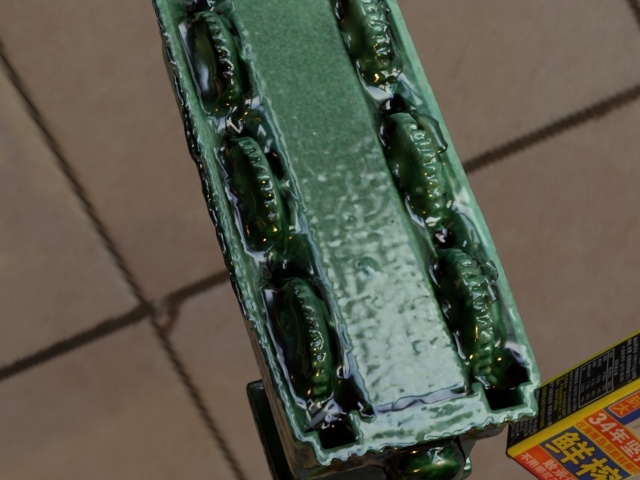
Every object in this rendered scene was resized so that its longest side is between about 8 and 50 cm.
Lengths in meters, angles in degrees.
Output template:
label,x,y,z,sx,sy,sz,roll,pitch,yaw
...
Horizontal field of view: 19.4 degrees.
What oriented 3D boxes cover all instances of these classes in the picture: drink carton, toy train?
label,x,y,z,sx,sy,sz,roll,pitch,yaw
drink carton,0.203,0.103,1.191,0.071,0.056,0.166,39,127,-26
toy train,0.000,0.000,1.010,0.139,0.330,0.178,-12,153,-14
